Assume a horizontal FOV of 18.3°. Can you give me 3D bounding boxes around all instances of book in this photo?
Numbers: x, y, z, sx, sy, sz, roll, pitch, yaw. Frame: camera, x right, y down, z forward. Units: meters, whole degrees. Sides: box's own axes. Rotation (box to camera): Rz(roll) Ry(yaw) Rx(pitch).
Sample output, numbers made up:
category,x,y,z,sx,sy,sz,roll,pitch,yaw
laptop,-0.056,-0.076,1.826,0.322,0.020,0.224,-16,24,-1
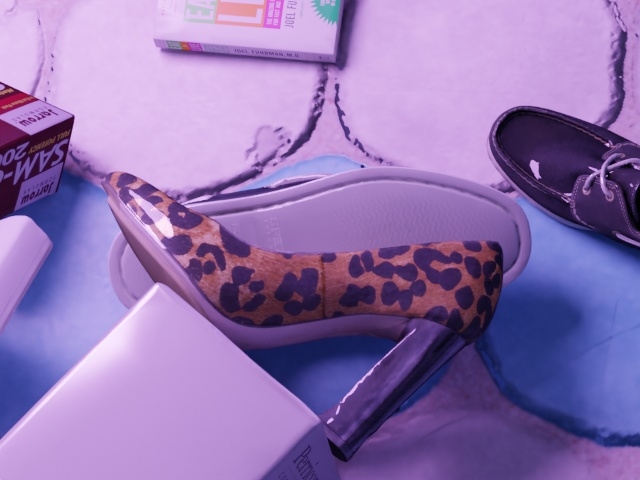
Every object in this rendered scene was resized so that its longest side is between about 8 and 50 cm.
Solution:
category,x,y,z,sx,sy,sz,roll,pitch,yaw
book,-0.054,-0.192,1.566,0.144,0.035,0.096,5,72,7

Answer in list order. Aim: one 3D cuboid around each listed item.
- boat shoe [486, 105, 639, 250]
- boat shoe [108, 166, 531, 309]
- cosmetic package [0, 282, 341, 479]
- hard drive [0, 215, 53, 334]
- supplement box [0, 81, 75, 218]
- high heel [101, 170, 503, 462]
category,x,y,z,sx,sy,sz,roll,pitch,yaw
boat shoe,0.225,-0.039,1.444,0.233,0.079,0.084,32,76,19
boat shoe,0.000,0.000,1.444,0.303,0.091,0.114,0,97,3
cosmetic package,-0.168,0.236,1.305,0.156,0.217,0.385,42,80,19
hard drive,-0.318,0.123,1.350,0.203,0.040,0.307,-17,35,40
supplement box,-0.322,-0.095,1.497,0.239,0.130,0.073,25,115,15
high heel,-0.009,0.002,1.373,0.261,0.093,0.186,44,75,7
